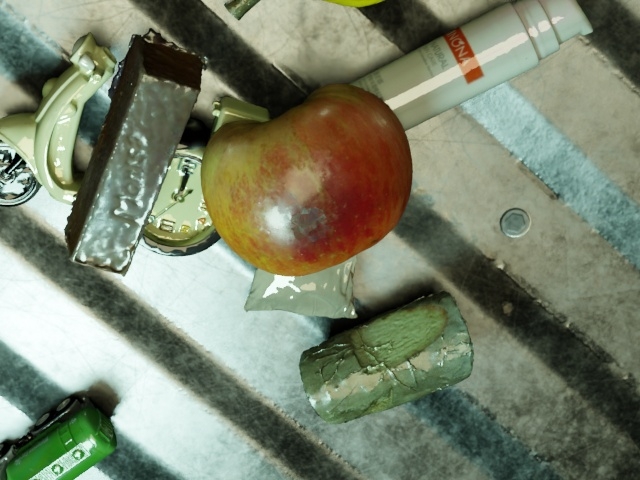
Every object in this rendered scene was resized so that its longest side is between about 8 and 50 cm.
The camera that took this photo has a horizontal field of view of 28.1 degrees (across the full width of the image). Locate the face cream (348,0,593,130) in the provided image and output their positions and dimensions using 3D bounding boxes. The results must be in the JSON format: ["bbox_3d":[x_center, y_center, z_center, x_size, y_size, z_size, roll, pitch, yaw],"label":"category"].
[{"bbox_3d":[0.206,-0.250,1.789,0.345,0.102,0.102,-28,108,6],"label":"face cream"}]

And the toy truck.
[{"bbox_3d":[-0.415,0.336,1.943,0.242,0.125,0.101,-35,108,10],"label":"toy truck"}]

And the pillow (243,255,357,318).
[{"bbox_3d":[0.000,0.000,1.882,0.173,0.067,0.270,13,108,-4],"label":"pillow"}]

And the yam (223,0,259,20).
[{"bbox_3d":[-0.077,-0.359,1.775,0.129,0.027,0.033,-41,107,9],"label":"yam"}]

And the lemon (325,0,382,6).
[{"bbox_3d":[0.060,-0.436,1.652,0.233,0.233,0.288,34,99,-13],"label":"lemon"}]

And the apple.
[{"bbox_3d":[-0.010,-0.057,1.718,0.293,0.163,0.251,-21,122,5],"label":"apple"}]

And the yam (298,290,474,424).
[{"bbox_3d":[0.104,0.178,1.906,0.254,0.154,0.154,-24,109,5],"label":"yam"}]

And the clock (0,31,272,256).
[{"bbox_3d":[-0.279,-0.132,1.801,0.379,0.120,0.276,18,110,-14],"label":"clock"}]

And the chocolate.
[{"bbox_3d":[-0.248,-0.109,1.693,0.112,0.112,0.321,18,113,-18],"label":"chocolate"}]
